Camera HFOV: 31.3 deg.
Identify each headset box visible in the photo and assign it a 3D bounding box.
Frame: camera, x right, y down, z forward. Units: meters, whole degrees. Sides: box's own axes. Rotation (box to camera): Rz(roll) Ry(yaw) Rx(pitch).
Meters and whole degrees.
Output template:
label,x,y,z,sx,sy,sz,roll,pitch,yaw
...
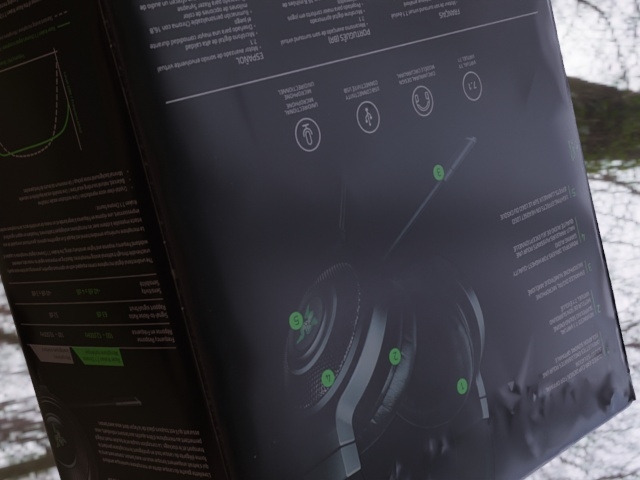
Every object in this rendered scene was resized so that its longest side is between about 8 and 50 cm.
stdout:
label,x,y,z,sx,sy,sz,roll,pitch,yaw
headset box,0.000,0.000,0.503,0.131,0.246,0.283,-5,-77,48
